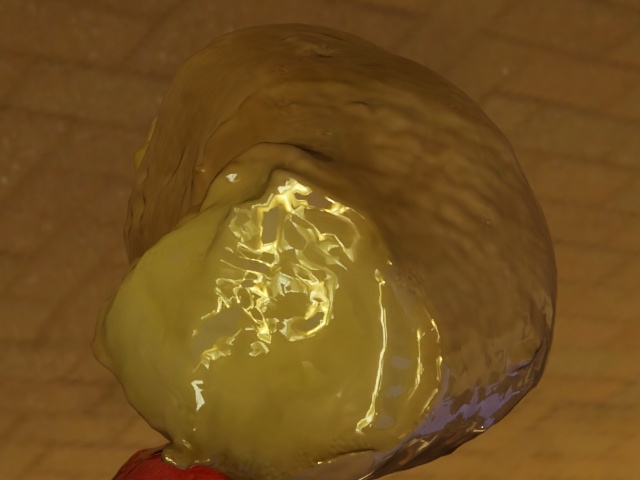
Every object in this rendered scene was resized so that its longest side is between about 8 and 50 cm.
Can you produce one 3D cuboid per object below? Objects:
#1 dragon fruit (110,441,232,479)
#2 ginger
[{"bbox_3d":[-0.086,0.265,1.363,0.241,0.241,0.252,-5,144,-23],"label":"dragon fruit"},{"bbox_3d":[0.000,0.000,0.629,0.152,0.267,0.138,15,105,-14],"label":"ginger"}]
